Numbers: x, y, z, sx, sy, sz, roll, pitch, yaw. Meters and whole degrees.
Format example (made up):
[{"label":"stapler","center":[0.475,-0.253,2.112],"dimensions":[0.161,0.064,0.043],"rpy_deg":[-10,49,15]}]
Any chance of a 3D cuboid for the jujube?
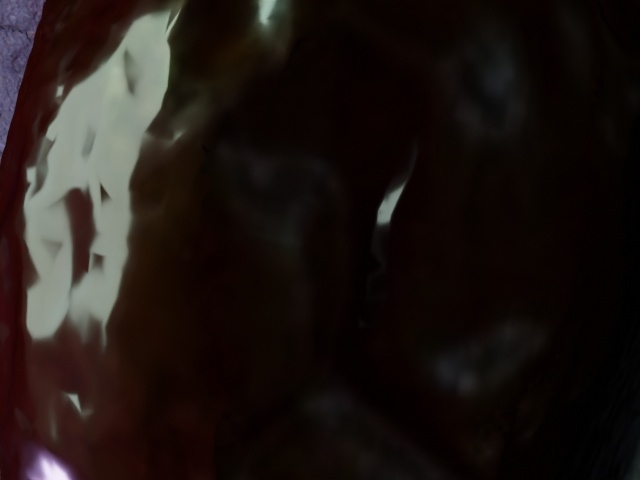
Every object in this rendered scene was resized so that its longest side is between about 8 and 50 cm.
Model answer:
[{"label":"jujube","center":[0.000,-0.001,0.615],"dimensions":[0.276,0.276,0.377],"rpy_deg":[-131,46,-84]}]
